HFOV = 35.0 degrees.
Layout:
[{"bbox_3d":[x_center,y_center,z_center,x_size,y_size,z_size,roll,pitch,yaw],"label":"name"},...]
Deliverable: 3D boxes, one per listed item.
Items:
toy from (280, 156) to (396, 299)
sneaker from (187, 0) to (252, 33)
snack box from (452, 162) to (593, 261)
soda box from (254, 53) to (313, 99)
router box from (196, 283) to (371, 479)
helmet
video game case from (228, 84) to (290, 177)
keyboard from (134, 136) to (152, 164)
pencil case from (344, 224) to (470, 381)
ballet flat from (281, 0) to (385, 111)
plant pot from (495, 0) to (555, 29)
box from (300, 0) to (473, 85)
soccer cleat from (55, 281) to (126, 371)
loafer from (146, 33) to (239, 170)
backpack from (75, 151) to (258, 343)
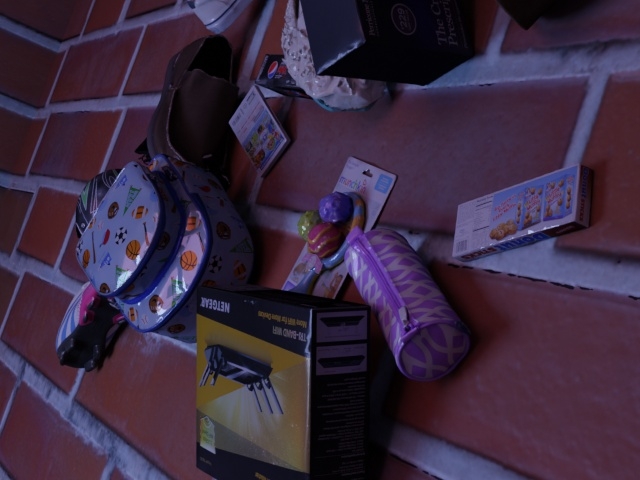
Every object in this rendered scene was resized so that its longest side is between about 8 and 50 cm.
[{"bbox_3d":[0.000,0.000,1.344,0.137,0.056,0.237,31,99,59],"label":"toy"},{"bbox_3d":[-0.136,-0.495,1.827,0.258,0.091,0.094,-53,33,-4],"label":"sneaker"},{"bbox_3d":[0.205,-0.026,1.052,0.178,0.022,0.064,-20,53,53],"label":"snack box"},{"bbox_3d":[-0.036,-0.252,1.569,0.169,0.060,0.053,23,94,61],"label":"soda box"},{"bbox_3d":[-0.054,0.183,1.212,0.309,0.081,0.243,3,94,60],"label":"router box"},{"bbox_3d":[-0.381,-0.052,1.911,0.161,0.169,0.169,144,141,-69],"label":"helmet"},{"bbox_3d":[-0.098,-0.174,1.616,0.087,0.011,0.122,-51,57,35],"label":"video game case"},{"bbox_3d":[-0.318,-0.185,2.039,0.100,0.038,0.192,-51,24,-17],"label":"keyboard"},{"bbox_3d":[0.089,0.066,1.116,0.086,0.088,0.206,-51,32,15],"label":"pencil case"},{"bbox_3d":[0.001,-0.344,1.457,0.147,0.147,0.409,-50,33,29],"label":"ballet flat"},{"bbox_3d":[0.242,-0.379,1.068,0.230,0.215,0.215,-38,39,21],"label":"plant pot"},{"bbox_3d":[0.066,-0.333,1.242,0.103,0.184,0.261,-27,71,51],"label":"box"},{"bbox_3d":[-0.404,0.107,1.887,0.331,0.116,0.143,-46,36,35],"label":"soccer cleat"},{"bbox_3d":[-0.216,-0.239,1.784,0.130,0.134,0.366,-44,37,37],"label":"loafer"},{"bbox_3d":[-0.230,0.019,1.562,0.263,0.213,0.276,45,112,38],"label":"backpack"}]
